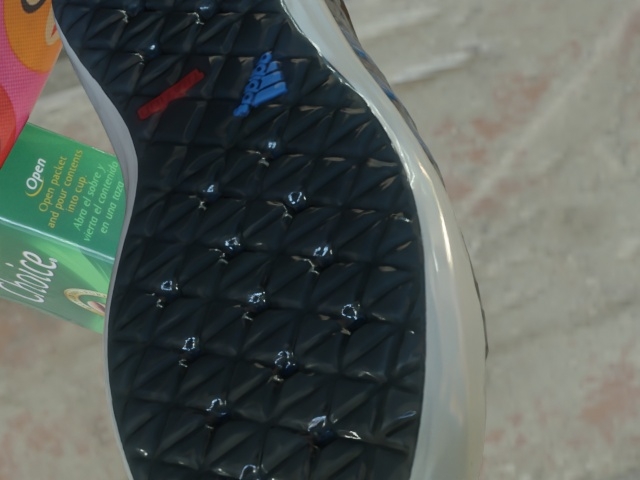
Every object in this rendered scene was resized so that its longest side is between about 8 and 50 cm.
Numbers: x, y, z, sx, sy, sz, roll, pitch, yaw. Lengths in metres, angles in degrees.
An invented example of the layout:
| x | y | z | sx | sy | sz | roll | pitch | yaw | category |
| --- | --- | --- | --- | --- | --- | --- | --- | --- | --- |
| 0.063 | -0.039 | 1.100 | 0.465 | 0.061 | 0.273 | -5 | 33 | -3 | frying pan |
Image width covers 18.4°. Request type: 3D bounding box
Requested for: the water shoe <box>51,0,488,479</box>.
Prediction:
| x | y | z | sx | sy | sz | roll | pitch | yaw | category |
| --- | --- | --- | --- | --- | --- | --- | --- | --- | --- |
| 0.000 | 0.000 | 0.403 | 0.073 | 0.080 | 0.203 | -29 | 48 | 15 | water shoe |

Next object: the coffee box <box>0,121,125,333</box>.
| x | y | z | sx | sy | sz | roll | pitch | yaw | category |
| --- | --- | --- | --- | --- | --- | --- | --- | --- | --- |
| -0.082 | 0.002 | 0.714 | 0.184 | 0.113 | 0.040 | 21 | 73 | -8 | coffee box |

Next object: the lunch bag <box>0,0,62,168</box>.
| x | y | z | sx | sy | sz | roll | pitch | yaw | category |
| --- | --- | --- | --- | --- | --- | --- | --- | --- | --- |
| -0.169 | -0.053 | 0.436 | 0.120 | 0.258 | 0.293 | 21 | 73 | 17 | lunch bag |
